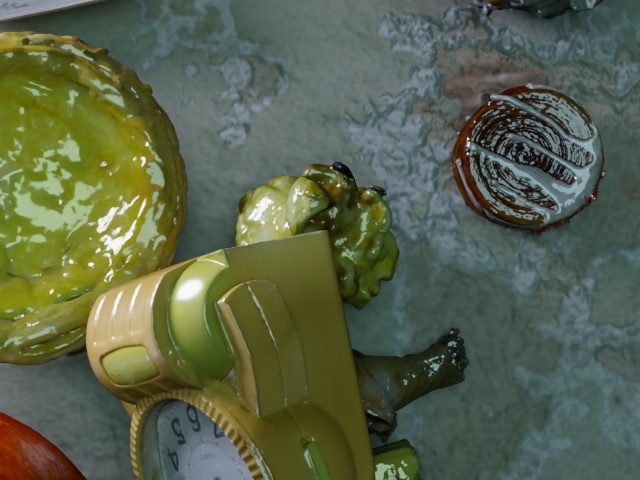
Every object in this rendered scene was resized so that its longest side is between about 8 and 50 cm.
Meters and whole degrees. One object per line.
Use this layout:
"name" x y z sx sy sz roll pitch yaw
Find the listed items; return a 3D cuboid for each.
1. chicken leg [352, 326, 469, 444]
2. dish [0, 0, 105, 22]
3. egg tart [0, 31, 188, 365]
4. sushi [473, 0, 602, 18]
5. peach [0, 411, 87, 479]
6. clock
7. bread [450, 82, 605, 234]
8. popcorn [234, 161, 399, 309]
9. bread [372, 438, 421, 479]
"chicken leg" 0.059 0.149 1.720 0.196 0.080 0.125 0 70 -7
"dish" -0.306 -0.299 1.736 0.212 0.077 0.151 -12 82 -8
"egg tart" -0.300 -0.039 1.665 0.345 0.132 0.345 3 78 -14
"sushi" 0.221 -0.424 1.769 0.418 0.176 0.417 2 82 -14
"peach" -0.365 0.308 1.505 0.370 0.370 0.370 1 82 -7
"clock" -0.070 0.168 1.540 0.200 0.244 0.317 -19 89 -34
"bread" 0.222 -0.086 1.771 0.160 0.073 0.160 1 81 -7
"popcorn" 0.008 0.005 1.669 0.168 0.195 0.173 33 75 -22
"bread" 0.069 0.390 1.685 0.138 0.077 0.361 -12 84 -9
